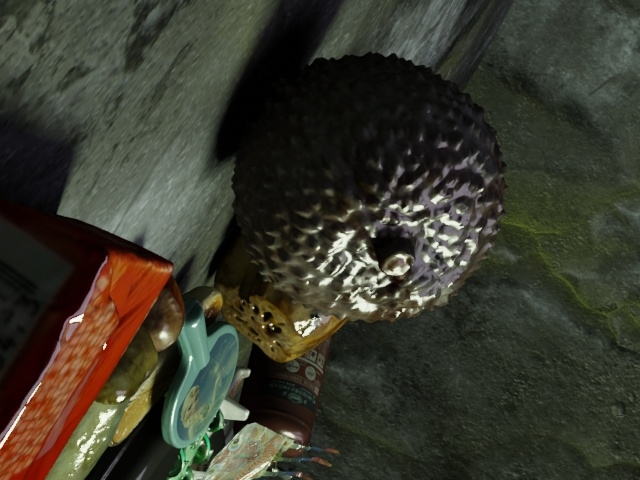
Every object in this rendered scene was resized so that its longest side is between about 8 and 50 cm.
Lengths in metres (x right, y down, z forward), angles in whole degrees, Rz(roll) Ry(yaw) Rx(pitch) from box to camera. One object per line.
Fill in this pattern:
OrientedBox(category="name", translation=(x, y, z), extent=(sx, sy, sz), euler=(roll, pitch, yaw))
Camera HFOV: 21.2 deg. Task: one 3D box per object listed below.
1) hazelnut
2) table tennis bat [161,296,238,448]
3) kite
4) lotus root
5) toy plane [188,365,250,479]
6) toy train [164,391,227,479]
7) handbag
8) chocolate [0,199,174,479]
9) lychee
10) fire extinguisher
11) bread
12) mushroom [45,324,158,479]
OrientedBox(category="hazelnut", translation=(-0.167, 0.065, 1.614), extent=(0.086, 0.086, 0.086), euler=(-57, 173, -10))
OrientedBox(category="table tennis bat", translation=(-0.135, 0.137, 1.871), extent=(0.149, 0.038, 0.237), euler=(-55, 159, -29))
OrientedBox(category="kite", translation=(-0.068, 0.302, 2.326), extent=(0.127, 0.016, 0.229), euler=(-46, 144, 21))
OrientedBox(category="lotus root", translation=(-0.002, -0.006, 2.055), extent=(0.291, 0.193, 0.193), euler=(-55, 173, -25))
OrientedBox(category="toy plane", translation=(-0.169, 0.257, 2.296), extent=(0.245, 0.117, 0.245), euler=(-58, 174, -10))
OrientedBox(category="toy train", translation=(-0.191, 0.247, 2.129), extent=(0.071, 0.104, 0.178), euler=(-26, 150, -54))
OrientedBox(category="handbag", translation=(-0.258, 0.312, 1.985), extent=(0.308, 0.093, 0.254), euler=(-59, 173, 12))
OrientedBox(category="chocolate", translation=(-0.219, 0.089, 1.188), extent=(0.237, 0.108, 0.235), euler=(-59, 173, 1))
OrientedBox(category="lychee", translation=(0.048, -0.063, 1.727), extent=(0.300, 0.300, 0.300), euler=(-57, 173, -10))
OrientedBox(category="fire extinguisher", translation=(-0.062, 0.202, 2.459), extent=(0.114, 0.135, 0.337), euler=(-41, -147, 55))
OrientedBox(category="bread", translation=(-0.184, 0.133, 1.872), extent=(0.214, 0.053, 0.073), euler=(-53, 152, -24))
OrientedBox(category="mushroom", translation=(-0.247, 0.194, 1.603), extent=(0.100, 0.081, 0.312), euler=(-28, 155, -54))
